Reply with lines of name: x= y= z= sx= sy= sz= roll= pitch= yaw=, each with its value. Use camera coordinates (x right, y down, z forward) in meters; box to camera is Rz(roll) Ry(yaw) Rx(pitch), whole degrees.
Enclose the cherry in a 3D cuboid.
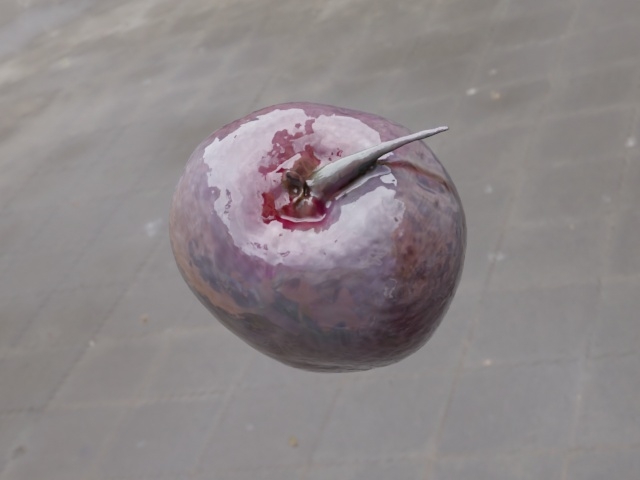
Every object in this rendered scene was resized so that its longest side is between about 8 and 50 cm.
cherry: x=0.000 y=0.000 z=0.923 sx=0.213 sy=0.266 sz=0.183 roll=22 pitch=54 yaw=17
